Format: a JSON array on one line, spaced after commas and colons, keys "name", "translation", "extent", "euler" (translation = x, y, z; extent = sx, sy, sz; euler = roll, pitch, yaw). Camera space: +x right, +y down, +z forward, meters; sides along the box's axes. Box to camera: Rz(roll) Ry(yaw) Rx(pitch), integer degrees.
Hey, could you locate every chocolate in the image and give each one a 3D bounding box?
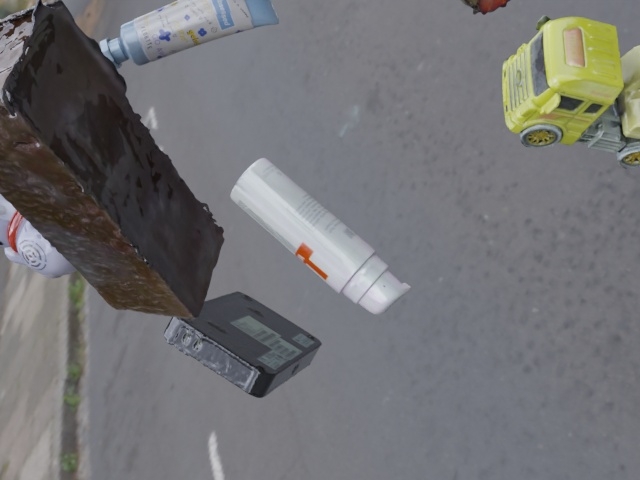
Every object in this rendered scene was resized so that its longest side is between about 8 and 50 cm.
[{"name": "chocolate", "translation": [-0.203, -0.054, 0.733], "extent": [0.112, 0.321, 0.111], "euler": [-1, 54, 23]}]

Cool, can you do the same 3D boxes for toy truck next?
[{"name": "toy truck", "translation": [0.361, -0.175, 0.984], "extent": [0.157, 0.272, 0.124], "euler": [124, 153, -60]}]

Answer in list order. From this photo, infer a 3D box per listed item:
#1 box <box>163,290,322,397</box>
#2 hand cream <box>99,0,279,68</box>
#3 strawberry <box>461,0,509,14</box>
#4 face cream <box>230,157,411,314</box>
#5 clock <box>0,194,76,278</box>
[{"name": "box", "translation": [-0.133, 0.182, 1.567], "extent": [0.058, 0.211, 0.350], "euler": [-60, -10, 10]}, {"name": "hand cream", "translation": [-0.130, -0.211, 0.825], "extent": [0.171, 0.065, 0.043], "euler": [-21, 11, 3]}, {"name": "strawberry", "translation": [0.338, -0.519, 1.529], "extent": [0.111, 0.237, 0.190], "euler": [59, 167, 19]}, {"name": "face cream", "translation": [0.000, 0.000, 1.480], "extent": [0.102, 0.345, 0.102], "euler": [-47, -7, -8]}, {"name": "clock", "translation": [-0.437, -0.038, 1.286], "extent": [0.189, 0.254, 0.189], "euler": [-53, -18, -25]}]
